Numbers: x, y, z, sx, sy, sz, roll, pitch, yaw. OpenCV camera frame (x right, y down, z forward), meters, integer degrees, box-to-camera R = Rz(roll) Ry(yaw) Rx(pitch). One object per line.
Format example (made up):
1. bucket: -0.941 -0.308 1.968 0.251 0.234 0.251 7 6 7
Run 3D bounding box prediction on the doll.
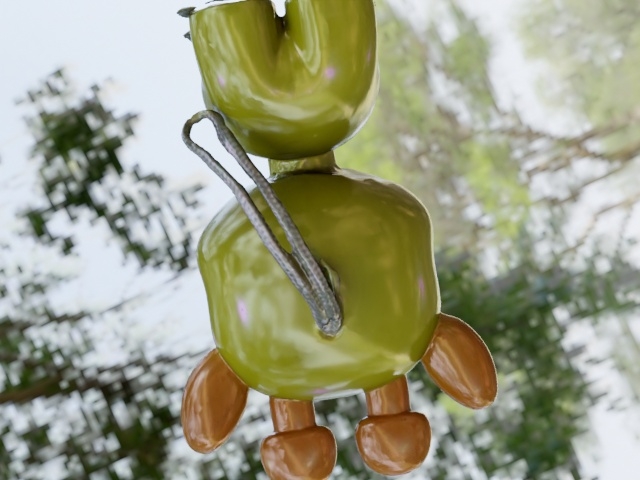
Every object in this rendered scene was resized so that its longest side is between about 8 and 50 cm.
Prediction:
1. doll: 0.000 0.000 0.748 0.135 0.143 0.221 -167 70 -86
